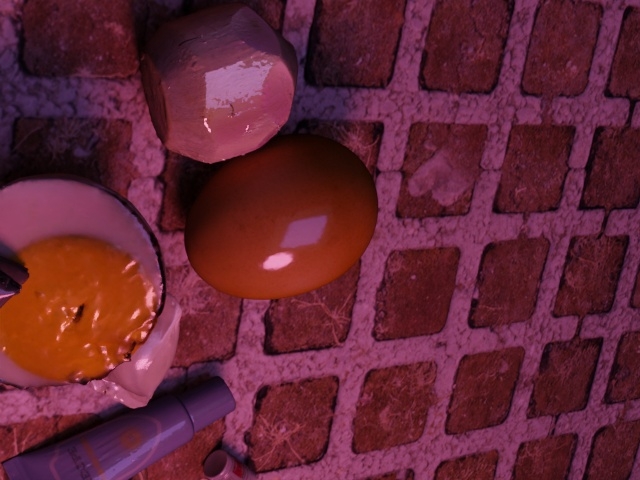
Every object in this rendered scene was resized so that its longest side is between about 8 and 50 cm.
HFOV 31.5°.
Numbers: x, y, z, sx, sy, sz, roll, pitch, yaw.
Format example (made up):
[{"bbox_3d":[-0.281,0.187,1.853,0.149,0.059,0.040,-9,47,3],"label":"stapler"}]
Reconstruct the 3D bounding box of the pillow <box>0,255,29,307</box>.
[{"bbox_3d":[-0.566,0.093,1.478,0.228,0.101,0.326,39,106,-18],"label":"pillow"}]

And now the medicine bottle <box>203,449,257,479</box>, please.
[{"bbox_3d":[-0.163,0.422,2.045,0.058,0.058,0.091,-51,131,-7],"label":"medicine bottle"}]

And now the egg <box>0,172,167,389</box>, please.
[{"bbox_3d":[-0.374,0.034,1.619,0.337,0.201,0.337,-2,114,-5],"label":"egg"}]

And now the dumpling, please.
[{"bbox_3d":[-0.305,0.165,1.794,0.151,0.124,0.229,18,110,-2],"label":"dumpling"}]

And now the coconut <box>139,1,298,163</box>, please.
[{"bbox_3d":[-0.140,-0.234,1.667,0.230,0.227,0.227,-17,120,-19],"label":"coconut"}]

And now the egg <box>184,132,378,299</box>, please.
[{"bbox_3d":[-0.062,-0.035,1.792,0.322,0.250,0.250,-23,123,-17],"label":"egg"}]

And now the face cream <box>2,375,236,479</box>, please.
[{"bbox_3d":[-0.317,0.337,1.869,0.385,0.086,0.135,-26,80,-27],"label":"face cream"}]

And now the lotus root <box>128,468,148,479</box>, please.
[{"bbox_3d":[-0.372,0.466,1.835,0.170,0.260,0.074,-11,121,3],"label":"lotus root"}]
